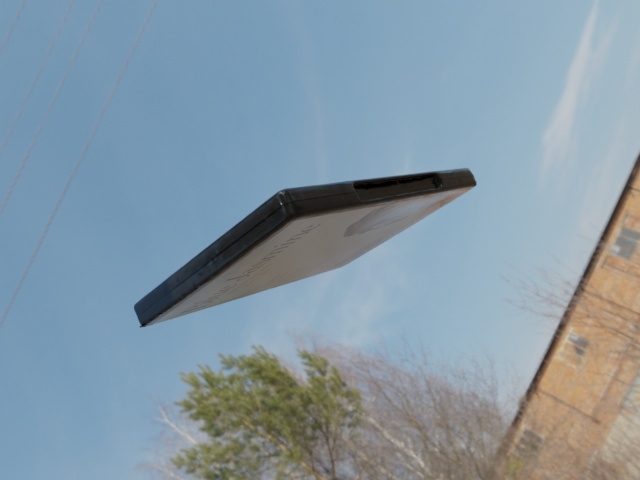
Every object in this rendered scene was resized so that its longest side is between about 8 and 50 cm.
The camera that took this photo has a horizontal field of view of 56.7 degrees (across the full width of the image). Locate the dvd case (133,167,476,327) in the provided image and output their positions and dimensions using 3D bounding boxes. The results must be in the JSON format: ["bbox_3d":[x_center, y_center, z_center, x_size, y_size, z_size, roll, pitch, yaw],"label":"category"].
[{"bbox_3d":[0.000,0.000,0.480,0.180,0.022,0.253,-33,-13,38],"label":"dvd case"}]
